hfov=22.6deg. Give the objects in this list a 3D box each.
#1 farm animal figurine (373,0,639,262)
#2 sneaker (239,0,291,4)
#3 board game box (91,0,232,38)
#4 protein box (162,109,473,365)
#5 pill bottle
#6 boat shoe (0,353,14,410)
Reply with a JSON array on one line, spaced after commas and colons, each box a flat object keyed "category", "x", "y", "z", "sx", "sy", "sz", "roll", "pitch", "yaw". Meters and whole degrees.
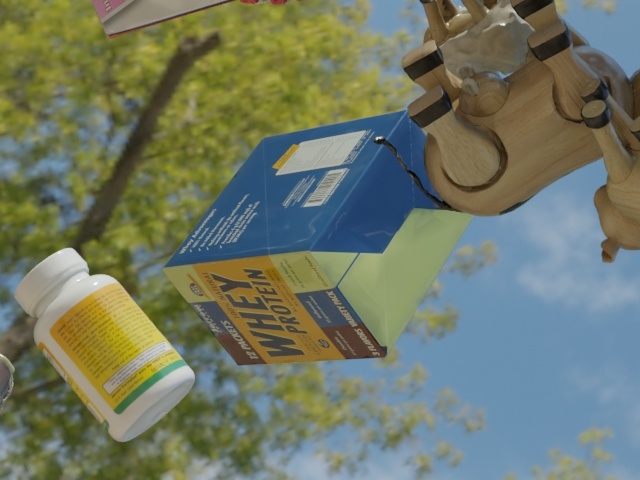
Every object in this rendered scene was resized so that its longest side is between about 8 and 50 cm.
[{"category": "farm animal figurine", "x": 0.207, "y": -0.094, "z": 1.177, "sx": 0.327, "sy": 0.330, "sz": 0.172, "roll": -17, "pitch": -54, "yaw": 30}, {"category": "sneaker", "x": 0.029, "y": -0.275, "z": 1.207, "sx": 0.299, "sy": 0.112, "sz": 0.121, "roll": -26, "pitch": -70, "yaw": 5}, {"category": "board game box", "x": -0.085, "y": -0.266, "z": 0.992, "sx": 0.316, "sy": 0.064, "sz": 0.242, "roll": -2, "pitch": -65, "yaw": 55}, {"category": "protein box", "x": 0.000, "y": 0.000, "z": 1.528, "sx": 0.201, "sy": 0.200, "sz": 0.136, "roll": -8, "pitch": -52, "yaw": 45}, {"category": "pill bottle", "x": -0.248, "y": 0.114, "z": 1.808, "sx": 0.208, "sy": 0.117, "sz": 0.117, "roll": 48, "pitch": -48, "yaw": 11}, {"category": "boat shoe", "x": -0.420, "y": 0.173, "z": 1.943, "sx": 0.095, "sy": 0.095, "sz": 0.257, "roll": 36, "pitch": -7, "yaw": -4}]
